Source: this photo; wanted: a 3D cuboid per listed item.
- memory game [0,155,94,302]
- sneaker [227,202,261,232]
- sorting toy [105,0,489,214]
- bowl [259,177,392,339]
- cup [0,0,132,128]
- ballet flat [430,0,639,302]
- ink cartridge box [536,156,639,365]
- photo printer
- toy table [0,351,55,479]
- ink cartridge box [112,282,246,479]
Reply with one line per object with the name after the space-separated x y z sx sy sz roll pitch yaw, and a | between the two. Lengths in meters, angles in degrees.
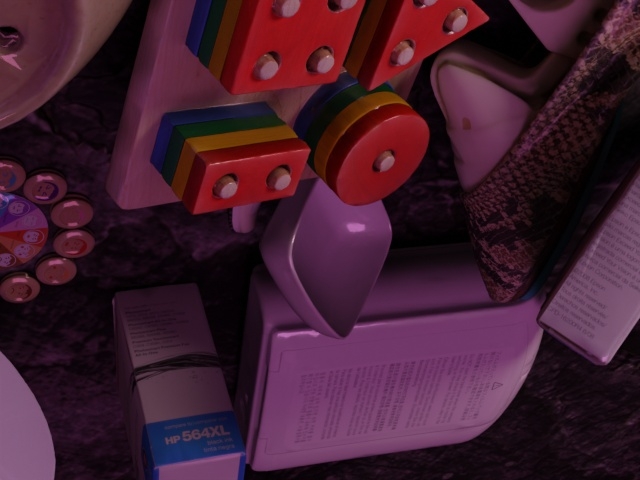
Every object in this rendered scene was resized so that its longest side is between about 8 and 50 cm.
-0.285 -0.003 1.010 0.186 0.012 0.186 -10 138 -9 | memory game
-0.041 -0.067 0.990 0.075 0.057 0.161 -2 135 -9 | sneaker
0.002 -0.125 0.839 0.255 0.089 0.257 -12 138 -38 | sorting toy
0.000 0.000 1.033 0.053 0.142 0.142 5 144 31 | bowl
-0.224 -0.192 0.651 0.331 0.237 0.331 -10 139 -9 | cup
0.197 -0.166 0.917 0.182 0.164 0.483 24 123 -10 | ballet flat
0.291 -0.056 0.951 0.330 0.071 0.324 -57 169 4 | ink cartridge box
0.073 0.117 1.196 0.307 0.107 0.256 -6 138 -14 | photo printer
-0.364 0.173 1.027 0.252 0.274 0.161 -30 164 -40 | toy table
-0.136 0.162 1.100 0.086 0.203 0.148 -7 139 -15 | ink cartridge box
